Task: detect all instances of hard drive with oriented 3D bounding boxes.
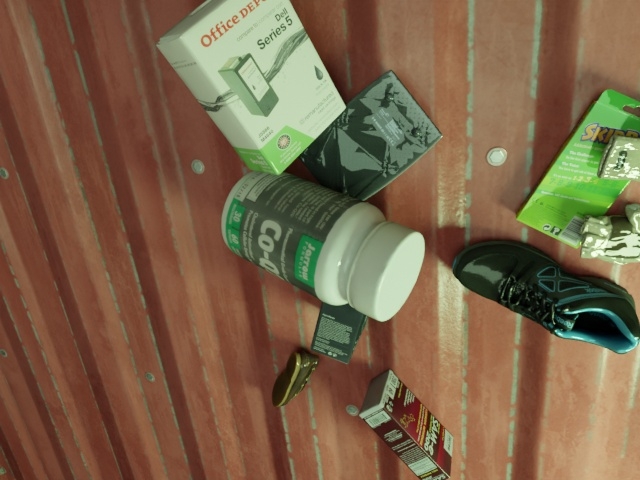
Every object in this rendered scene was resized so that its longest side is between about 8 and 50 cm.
[{"bbox_3d":[0.094,-0.190,0.885,0.255,0.054,0.172,-37,95,30],"label":"hard drive"}]

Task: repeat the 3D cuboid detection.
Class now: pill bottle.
[{"bbox_3d":[0.000,0.000,0.861,0.361,0.204,0.204,24,119,30],"label":"pill bottle"}]

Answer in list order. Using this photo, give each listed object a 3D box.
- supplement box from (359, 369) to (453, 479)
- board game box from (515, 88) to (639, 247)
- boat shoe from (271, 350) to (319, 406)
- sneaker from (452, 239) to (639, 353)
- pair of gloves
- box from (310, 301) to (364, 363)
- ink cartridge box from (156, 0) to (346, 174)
[{"bbox_3d":[0.209,0.444,1.063,0.239,0.130,0.073,47,119,-4],"label":"supplement box"},{"bbox_3d":[0.473,-0.121,0.783,0.124,0.039,0.259,27,121,6],"label":"board game box"},{"bbox_3d":[-0.067,0.370,1.170,0.073,0.073,0.207,8,130,-27],"label":"boat shoe"},{"bbox_3d":[0.419,0.098,0.835,0.341,0.139,0.125,17,118,15],"label":"sneaker"},{"bbox_3d":[0.556,-0.065,0.756,0.204,0.042,0.240,-1,116,3],"label":"pair of gloves"},{"bbox_3d":[0.057,0.155,0.984,0.093,0.156,0.158,18,116,12],"label":"box"},{"bbox_3d":[-0.109,-0.284,0.777,0.115,0.198,0.273,22,155,50],"label":"ink cartridge box"}]
